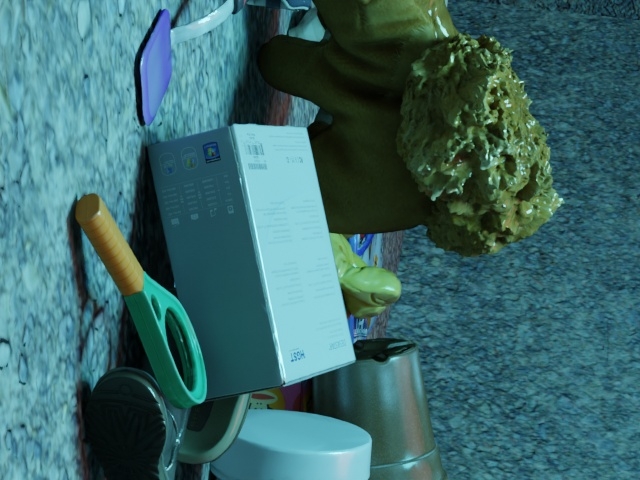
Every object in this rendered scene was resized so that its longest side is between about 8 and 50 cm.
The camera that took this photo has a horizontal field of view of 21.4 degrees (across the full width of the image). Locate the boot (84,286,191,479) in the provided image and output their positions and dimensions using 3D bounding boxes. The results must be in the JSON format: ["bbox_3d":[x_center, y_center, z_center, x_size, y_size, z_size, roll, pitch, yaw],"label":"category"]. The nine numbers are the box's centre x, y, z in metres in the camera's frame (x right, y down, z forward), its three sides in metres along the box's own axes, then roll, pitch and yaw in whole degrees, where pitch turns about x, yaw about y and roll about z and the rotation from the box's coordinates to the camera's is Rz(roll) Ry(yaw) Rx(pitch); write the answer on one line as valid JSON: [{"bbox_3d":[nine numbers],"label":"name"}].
[{"bbox_3d":[-0.141,0.117,1.488,0.208,0.076,0.189,-70,169,-46],"label":"boot"}]

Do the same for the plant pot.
[{"bbox_3d":[0.058,0.206,1.977,0.167,0.167,0.165,-46,130,-77],"label":"plant pot"}]

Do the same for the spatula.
[{"bbox_3d":[-0.098,-0.204,1.533,0.296,0.030,0.084,-52,153,-45],"label":"spatula"}]

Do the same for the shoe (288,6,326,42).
[{"bbox_3d":[-0.005,-0.268,2.214,0.219,0.058,0.076,-34,100,-85],"label":"shoe"}]

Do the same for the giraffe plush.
[{"bbox_3d":[0.000,0.000,2.222,0.210,0.181,0.170,26,56,-46],"label":"giraffe plush"}]

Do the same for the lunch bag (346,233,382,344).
[{"bbox_3d":[0.030,0.030,2.531,0.303,0.115,0.243,-62,156,-72],"label":"lunch bag"}]

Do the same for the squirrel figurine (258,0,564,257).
[{"bbox_3d":[0.112,-0.183,1.859,0.281,0.397,0.370,-29,139,-29],"label":"squirrel figurine"}]

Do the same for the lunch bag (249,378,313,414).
[{"bbox_3d":[-0.044,0.209,2.110,0.293,0.120,0.258,0,97,-82],"label":"lunch bag"}]

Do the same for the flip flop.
[{"bbox_3d":[-0.106,0.079,1.656,0.080,0.112,0.277,36,66,-65],"label":"flip flop"}]

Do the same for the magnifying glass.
[{"bbox_3d":[-0.140,0.049,1.358,0.092,0.026,0.231,-96,165,-45],"label":"magnifying glass"}]

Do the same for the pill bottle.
[{"bbox_3d":[-0.052,0.401,1.840,0.229,0.229,0.407,-37,133,-79],"label":"pill bottle"}]

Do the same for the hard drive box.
[{"bbox_3d":[-0.059,0.016,1.542,0.181,0.089,0.232,-6,83,-68],"label":"hard drive box"}]

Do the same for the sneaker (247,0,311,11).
[{"bbox_3d":[-0.039,-0.329,1.745,0.226,0.086,0.163,-68,163,-59],"label":"sneaker"}]

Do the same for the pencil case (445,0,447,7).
[{"bbox_3d":[0.094,-0.354,2.453,0.160,0.183,0.410,-32,136,-42],"label":"pencil case"}]
